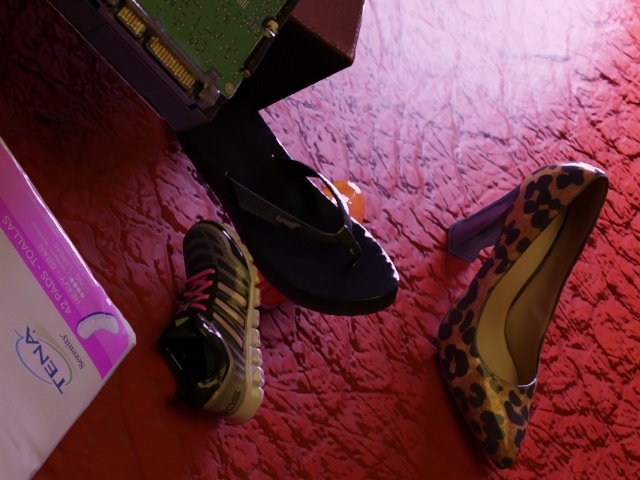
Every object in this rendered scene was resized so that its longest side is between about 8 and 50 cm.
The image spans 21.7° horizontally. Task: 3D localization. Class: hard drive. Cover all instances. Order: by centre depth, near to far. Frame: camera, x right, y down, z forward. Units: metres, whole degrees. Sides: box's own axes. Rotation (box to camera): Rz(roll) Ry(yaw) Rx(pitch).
[{"bbox_3d":[-0.093,-0.278,1.265,0.237,0.064,0.339,45,52,-23],"label":"hard drive"}]

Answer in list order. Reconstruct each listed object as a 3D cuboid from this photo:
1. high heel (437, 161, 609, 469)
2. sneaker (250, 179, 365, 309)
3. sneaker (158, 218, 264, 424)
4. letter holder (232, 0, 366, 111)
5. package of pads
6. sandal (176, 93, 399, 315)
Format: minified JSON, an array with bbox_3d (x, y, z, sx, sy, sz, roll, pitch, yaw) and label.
[{"bbox_3d":[0.195,0.061,1.501,0.093,0.186,0.261,17,58,-36],"label":"high heel"},{"bbox_3d":[0.000,0.000,1.445,0.064,0.067,0.175,48,43,-9],"label":"sneaker"},{"bbox_3d":[-0.092,0.061,1.329,0.075,0.063,0.170,10,66,-46],"label":"sneaker"},{"bbox_3d":[-0.109,-0.284,1.407,0.302,0.152,0.214,33,55,-31],"label":"letter holder"},{"bbox_3d":[-0.275,0.036,1.110,0.296,0.101,0.229,58,41,-21],"label":"package of pads"},{"bbox_3d":[-0.033,-0.035,1.375,0.097,0.054,0.254,-28,64,-33],"label":"sandal"}]
